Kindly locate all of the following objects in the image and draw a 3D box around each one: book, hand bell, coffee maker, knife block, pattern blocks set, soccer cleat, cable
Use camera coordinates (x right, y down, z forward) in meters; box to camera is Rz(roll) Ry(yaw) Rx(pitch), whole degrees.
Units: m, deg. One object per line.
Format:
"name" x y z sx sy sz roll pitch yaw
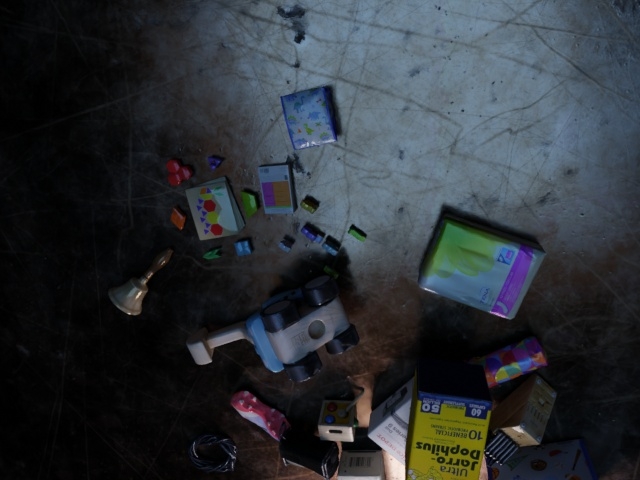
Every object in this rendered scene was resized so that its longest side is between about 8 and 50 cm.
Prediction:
"book" -0.130 -0.152 1.623 0.097 0.035 0.144 -2 108 15
"hand bell" -0.561 0.115 1.774 0.126 0.126 0.242 43 99 -5
"coffee maker" -0.041 0.700 1.809 0.178 0.120 0.171 7 146 30
"knife block" 0.577 0.557 1.684 0.088 0.275 0.242 42 145 -6
"pattern blocks set" -0.329 -0.098 1.682 0.286 0.026 0.324 -1 109 11
"soccer cleat" -0.204 0.609 1.886 0.248 0.083 0.095 41 141 -10
"cable" -0.396 0.772 1.986 0.185 0.047 0.150 9 110 8

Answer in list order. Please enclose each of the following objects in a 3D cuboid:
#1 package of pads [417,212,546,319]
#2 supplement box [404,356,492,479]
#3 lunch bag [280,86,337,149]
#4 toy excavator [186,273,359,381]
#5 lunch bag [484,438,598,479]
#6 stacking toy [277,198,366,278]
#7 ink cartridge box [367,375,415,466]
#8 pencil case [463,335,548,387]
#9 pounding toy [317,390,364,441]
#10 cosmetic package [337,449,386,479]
"package of pads" 0.449 0.077 1.555 0.297 0.101 0.229 20 110 4
"supplement box" 0.353 0.544 1.553 0.194 0.195 0.356 6 108 8
"lunch bag" -0.028 -0.335 1.506 0.129 0.096 0.151 -10 97 14
"toy excavator" -0.164 0.281 1.695 0.433 0.445 0.222 -29 104 -24
"lunch bag" 0.679 0.812 1.612 0.328 0.385 0.238 -17 105 15
"stacking toy" 0.000 0.000 1.640 0.221 0.052 0.166 32 112 -2
"ink cartridge box" 0.322 0.570 1.737 0.211 0.121 0.289 41 110 -5
"pencil case" 0.555 0.365 1.636 0.237 0.104 0.104 -25 103 18
"pounding toy" 0.072 0.574 1.793 0.141 0.130 0.100 -1 121 12
"cosmetic package" 0.155 0.883 1.875 0.153 0.129 0.295 -4 107 11
